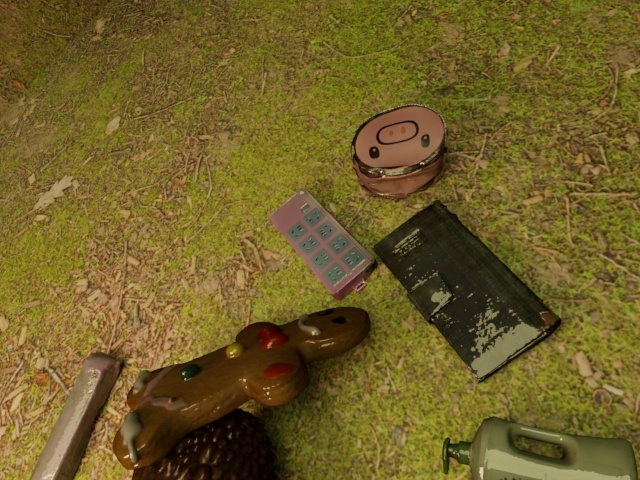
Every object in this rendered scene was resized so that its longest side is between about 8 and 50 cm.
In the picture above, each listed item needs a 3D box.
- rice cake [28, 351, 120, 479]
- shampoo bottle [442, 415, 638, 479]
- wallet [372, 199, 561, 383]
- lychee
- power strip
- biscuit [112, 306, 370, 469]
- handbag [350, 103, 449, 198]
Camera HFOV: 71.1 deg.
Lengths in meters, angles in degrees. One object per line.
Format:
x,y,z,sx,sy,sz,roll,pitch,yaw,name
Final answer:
-0.515,0.421,0.895,0.070,0.064,0.398,8,66,20,rice cake
0.287,0.310,0.612,0.234,0.087,0.118,2,66,24,shampoo bottle
0.239,0.072,0.788,0.169,0.044,0.317,-36,55,2,wallet
-0.174,0.387,0.673,0.236,0.236,0.271,4,54,24,lychee
0.000,0.000,0.930,0.109,0.037,0.279,-41,56,-2,power strip
-0.118,0.194,0.750,0.432,0.064,0.283,-21,13,-13,biscuit
0.159,-0.181,0.917,0.205,0.116,0.179,-9,61,17,handbag
